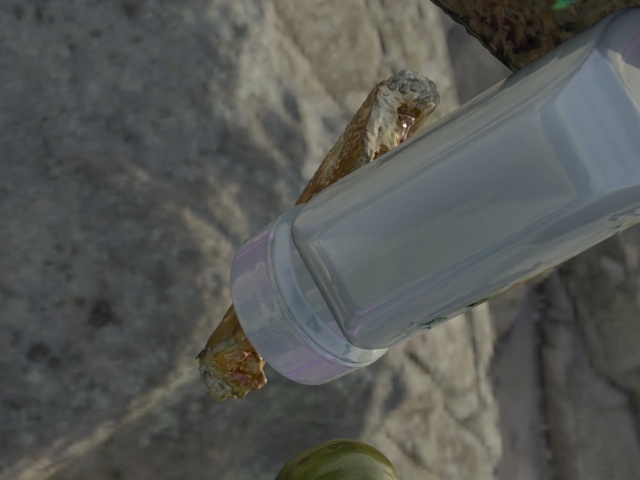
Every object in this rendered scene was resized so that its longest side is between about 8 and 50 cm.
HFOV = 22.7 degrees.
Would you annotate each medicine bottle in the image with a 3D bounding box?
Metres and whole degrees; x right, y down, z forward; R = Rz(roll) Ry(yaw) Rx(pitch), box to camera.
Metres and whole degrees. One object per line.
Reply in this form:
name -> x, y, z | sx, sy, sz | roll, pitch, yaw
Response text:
medicine bottle -> 0.083, -0.017, 0.908 | 0.161, 0.296, 0.111 | -24, 86, -55

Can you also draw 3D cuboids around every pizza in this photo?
pizza -> 0.000, 0.000, 1.487 | 0.074, 0.182, 0.365 | 32, 90, -13

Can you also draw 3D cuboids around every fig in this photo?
fig -> -0.003, 0.294, 1.678 | 0.148, 0.186, 0.142 | -112, -171, -64

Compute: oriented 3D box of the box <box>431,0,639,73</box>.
box -> 0.232, -0.242, 0.887 | 0.116, 0.415, 0.264 | -26, 63, -42
